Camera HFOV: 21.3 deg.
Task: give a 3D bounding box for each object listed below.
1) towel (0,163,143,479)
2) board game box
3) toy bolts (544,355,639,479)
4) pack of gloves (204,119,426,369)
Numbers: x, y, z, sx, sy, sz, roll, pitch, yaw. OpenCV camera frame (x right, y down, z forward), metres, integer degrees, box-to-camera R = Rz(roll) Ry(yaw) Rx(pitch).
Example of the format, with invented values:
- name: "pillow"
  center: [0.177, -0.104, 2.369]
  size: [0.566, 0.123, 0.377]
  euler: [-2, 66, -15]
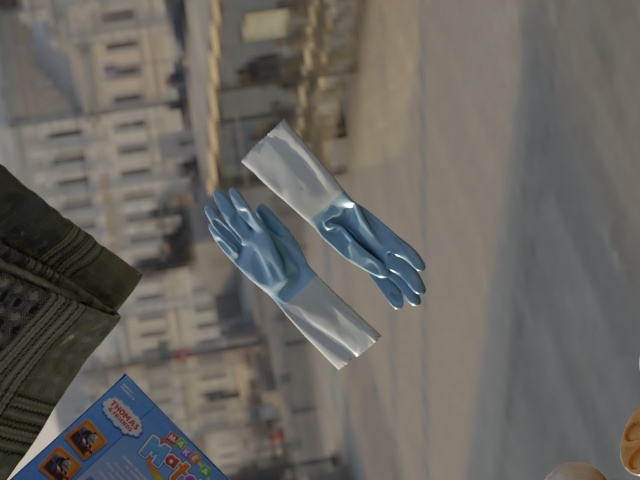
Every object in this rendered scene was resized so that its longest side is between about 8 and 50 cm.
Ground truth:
- name: "towel"
  center: [-0.256, 0.102, 0.995]
  size: [0.056, 0.324, 0.312]
  euler: [31, 176, 30]
- name: "board game box"
  center: [-0.219, 0.261, 1.723]
  size: [0.160, 0.211, 0.039]
  euler: [45, 153, 4]
- name: "toy bolts"
  center: [0.274, 0.182, 1.474]
  size: [0.228, 0.158, 0.218]
  euler: [-59, 22, -13]
- name: "pack of gloves"
  center: [0.000, 0.000, 1.744]
  size: [0.232, 0.046, 0.195]
  euler: [46, 134, -3]
